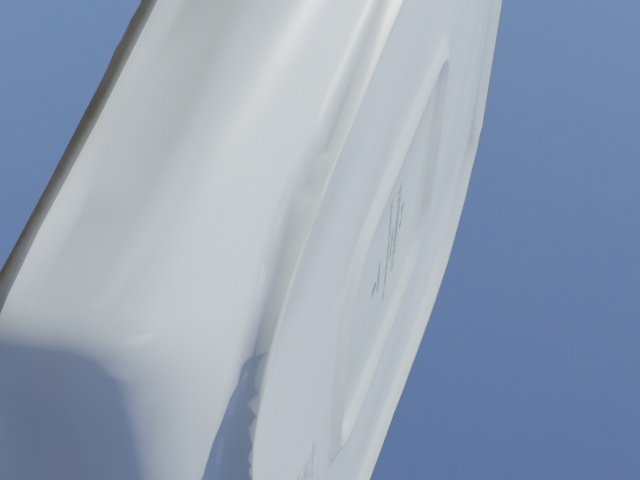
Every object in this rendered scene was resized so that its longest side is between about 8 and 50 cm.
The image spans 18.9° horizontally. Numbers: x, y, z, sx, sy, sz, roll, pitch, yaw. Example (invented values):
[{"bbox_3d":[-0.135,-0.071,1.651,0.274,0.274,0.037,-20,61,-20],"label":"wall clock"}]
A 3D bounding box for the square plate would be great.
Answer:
[{"bbox_3d":[0.000,0.000,0.571,0.049,0.347,0.344,15,-127,9],"label":"square plate"}]
